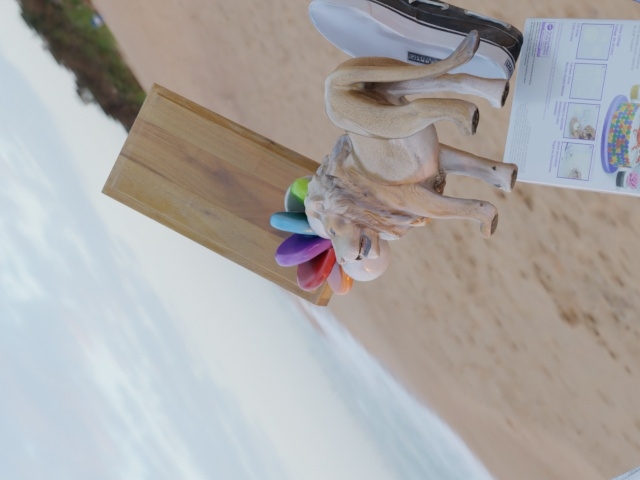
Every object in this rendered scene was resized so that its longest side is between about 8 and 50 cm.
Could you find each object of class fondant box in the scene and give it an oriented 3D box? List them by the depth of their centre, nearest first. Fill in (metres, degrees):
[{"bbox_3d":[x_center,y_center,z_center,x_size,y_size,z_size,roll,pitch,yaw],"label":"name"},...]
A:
[{"bbox_3d":[0.428,-0.182,1.748,0.330,0.238,0.096,10,-178,42],"label":"fondant box"}]

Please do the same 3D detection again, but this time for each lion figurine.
[{"bbox_3d":[0.076,-0.109,1.350,0.240,0.142,0.392,15,149,19],"label":"lion figurine"}]

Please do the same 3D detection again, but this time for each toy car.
[{"bbox_3d":[0.000,0.000,1.793,0.182,0.136,0.159,53,171,-22],"label":"toy car"}]

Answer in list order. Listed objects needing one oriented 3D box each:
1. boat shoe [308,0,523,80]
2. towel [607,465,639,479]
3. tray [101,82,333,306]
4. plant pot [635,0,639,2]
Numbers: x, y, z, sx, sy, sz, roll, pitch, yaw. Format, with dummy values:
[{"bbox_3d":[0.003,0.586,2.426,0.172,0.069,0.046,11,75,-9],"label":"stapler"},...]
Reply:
[{"bbox_3d":[0.138,-0.310,1.800,0.306,0.105,0.113,16,150,16],"label":"boat shoe"},{"bbox_3d":[0.394,0.278,1.186,0.285,0.034,0.209,-43,65,42],"label":"towel"},{"bbox_3d":[-0.132,-0.076,2.026,0.411,0.203,0.076,27,-177,14],"label":"tray"},{"bbox_3d":[0.432,-0.368,1.332,0.212,0.236,0.236,32,150,-16],"label":"plant pot"}]
